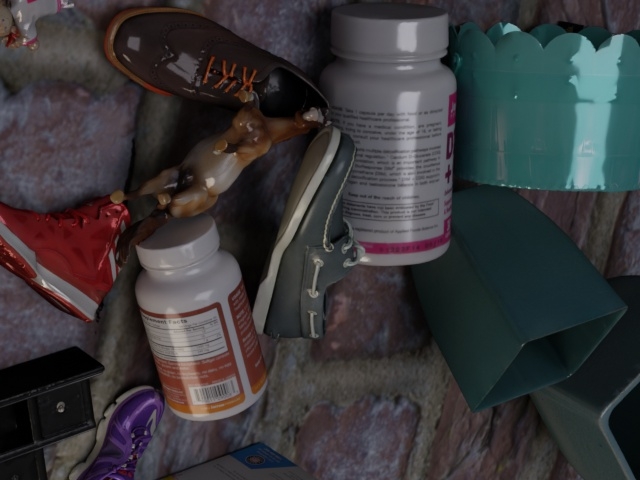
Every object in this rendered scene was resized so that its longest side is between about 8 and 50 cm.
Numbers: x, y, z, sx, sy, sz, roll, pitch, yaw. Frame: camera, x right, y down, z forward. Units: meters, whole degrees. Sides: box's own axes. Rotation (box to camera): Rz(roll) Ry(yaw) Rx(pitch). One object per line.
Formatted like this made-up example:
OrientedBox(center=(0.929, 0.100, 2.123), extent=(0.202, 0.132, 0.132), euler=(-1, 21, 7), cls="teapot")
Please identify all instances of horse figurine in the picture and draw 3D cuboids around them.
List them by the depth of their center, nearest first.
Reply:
OrientedBox(center=(-0.120, -0.076, 1.617), extent=(0.263, 0.066, 0.174), euler=(-40, 171, 11), cls="horse figurine")

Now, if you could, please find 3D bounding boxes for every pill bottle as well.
OrientedBox(center=(-0.138, 0.083, 1.706), extent=(0.121, 0.121, 0.216), euler=(-26, 118, -27), cls="pill bottle")
OrientedBox(center=(0.076, -0.126, 1.766), extent=(0.160, 0.160, 0.283), euler=(-11, 111, -33), cls="pill bottle")

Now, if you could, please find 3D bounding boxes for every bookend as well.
OrientedBox(center=(-0.311, 0.217, 1.657), extent=(0.156, 0.072, 0.157), euler=(-16, 114, -31), cls="bookend")

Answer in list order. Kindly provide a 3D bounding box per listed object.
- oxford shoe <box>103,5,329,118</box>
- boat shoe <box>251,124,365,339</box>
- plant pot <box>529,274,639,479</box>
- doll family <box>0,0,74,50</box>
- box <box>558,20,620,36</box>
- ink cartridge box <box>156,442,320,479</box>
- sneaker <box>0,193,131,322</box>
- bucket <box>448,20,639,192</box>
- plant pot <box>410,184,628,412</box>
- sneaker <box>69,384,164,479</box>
OrientedBox(center=(-0.106, -0.189, 1.655), extent=(0.271, 0.098, 0.097), euler=(13, 97, -38), cls="oxford shoe")
OrientedBox(center=(0.000, 0.000, 1.703), extent=(0.099, 0.116, 0.319), euler=(18, 135, -4), cls="boat shoe")
OrientedBox(center=(0.406, 0.192, 2.047), extent=(0.247, 0.252, 0.248), euler=(-42, 125, -16), cls="plant pot")
OrientedBox(center=(-0.326, -0.310, 1.469), extent=(0.163, 0.118, 0.263), euler=(-36, 141, -28), cls="doll family")
OrientedBox(center=(0.390, -0.186, 2.039), extent=(0.220, 0.051, 0.175), euler=(7, 101, -36), cls="box")
OrientedBox(center=(-0.116, 0.372, 1.784), extent=(0.232, 0.171, 0.168), euler=(-15, 113, -30), cls="ink cartridge box")
OrientedBox(center=(-0.285, -0.019, 1.606), extent=(0.128, 0.087, 0.221), euler=(-58, 140, -17), cls="sneaker")
OrientedBox(center=(0.281, -0.164, 1.827), extent=(0.281, 0.281, 0.183), euler=(-4, 103, -35), cls="bucket")
OrientedBox(center=(0.222, 0.054, 1.874), extent=(0.165, 0.234, 0.165), euler=(-15, 151, -31), cls="plant pot")
OrientedBox(center=(-0.222, 0.246, 1.731), extent=(0.068, 0.071, 0.170), euler=(33, 84, -38), cls="sneaker")
